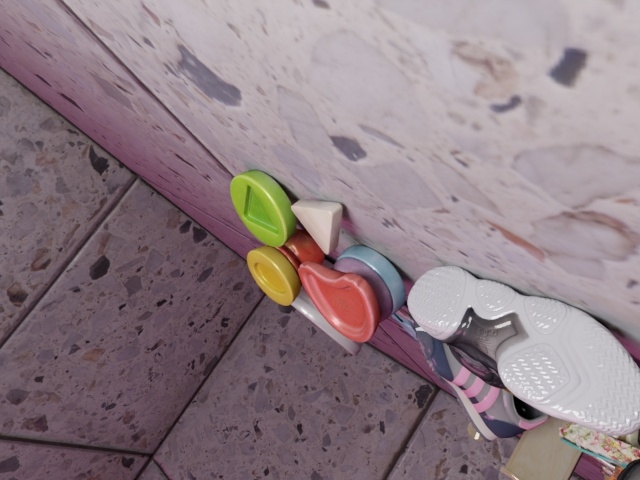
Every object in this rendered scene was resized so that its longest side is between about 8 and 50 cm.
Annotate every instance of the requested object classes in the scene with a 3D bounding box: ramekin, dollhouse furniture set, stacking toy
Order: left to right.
[{"bbox_3d":[0.000,0.000,0.774,0.309,0.130,0.279,22,138,40],"label":"stacking toy"},{"bbox_3d":[0.014,0.138,1.103,0.273,0.127,0.273,38,171,7],"label":"ramekin"},{"bbox_3d":[0.515,0.491,1.067,0.303,0.173,0.355,26,167,39],"label":"dollhouse furniture set"}]

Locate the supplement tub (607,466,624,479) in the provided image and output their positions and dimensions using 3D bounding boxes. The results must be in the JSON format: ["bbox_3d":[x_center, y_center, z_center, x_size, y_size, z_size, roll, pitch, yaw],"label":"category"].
[{"bbox_3d":[0.574,0.458,0.643,0.338,0.207,0.207,36,170,-5],"label":"supplement tub"}]

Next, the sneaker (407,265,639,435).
[{"bbox_3d":[0.228,0.125,0.519,0.153,0.101,0.269,42,173,-37],"label":"sneaker"}]

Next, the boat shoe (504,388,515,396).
[{"bbox_3d":[0.294,0.193,0.661,0.224,0.080,0.073,27,163,17],"label":"boat shoe"}]

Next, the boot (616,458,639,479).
[{"bbox_3d":[0.460,0.289,0.385,0.338,0.118,0.222,20,163,15],"label":"boot"}]

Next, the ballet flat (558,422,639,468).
[{"bbox_3d":[0.434,0.278,0.627,0.091,0.077,0.241,14,177,-22],"label":"ballet flat"}]

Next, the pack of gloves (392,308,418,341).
[{"bbox_3d":[0.215,0.182,1.012,0.232,0.046,0.195,41,173,15],"label":"pack of gloves"}]

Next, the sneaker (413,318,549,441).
[{"bbox_3d":[0.284,0.221,0.831,0.131,0.112,0.319,-27,113,29],"label":"sneaker"}]
